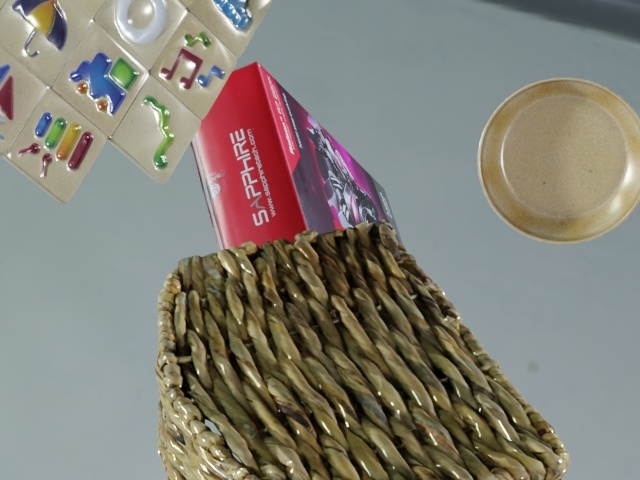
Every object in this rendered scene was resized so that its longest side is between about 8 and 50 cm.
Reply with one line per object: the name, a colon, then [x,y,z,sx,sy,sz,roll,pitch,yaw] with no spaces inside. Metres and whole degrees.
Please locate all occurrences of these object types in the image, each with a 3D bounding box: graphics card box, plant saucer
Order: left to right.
graphics card box: [0.000,0.000,1.340,0.094,0.371,0.232,-23,64,13]
plant saucer: [0.120,-0.040,0.648,0.083,0.083,0.015,12,17,8]

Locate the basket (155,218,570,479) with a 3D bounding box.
basket: [0.003,0.162,0.888,0.214,0.223,0.299,-12,36,-18]

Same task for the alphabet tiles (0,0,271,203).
alphabet tiles: [-0.147,-0.212,0.889,0.011,0.285,0.342,5,60,48]
